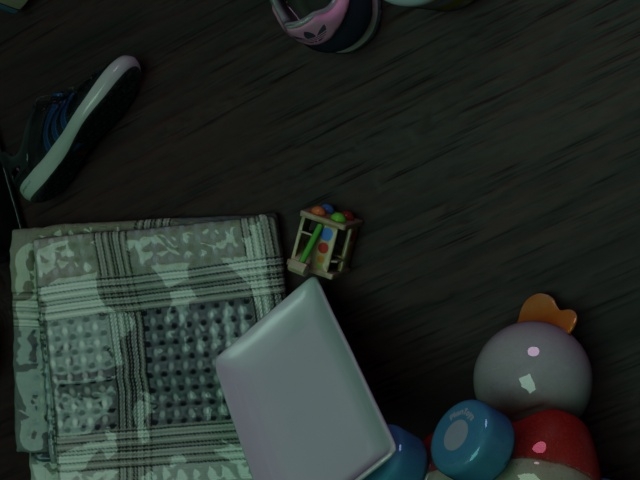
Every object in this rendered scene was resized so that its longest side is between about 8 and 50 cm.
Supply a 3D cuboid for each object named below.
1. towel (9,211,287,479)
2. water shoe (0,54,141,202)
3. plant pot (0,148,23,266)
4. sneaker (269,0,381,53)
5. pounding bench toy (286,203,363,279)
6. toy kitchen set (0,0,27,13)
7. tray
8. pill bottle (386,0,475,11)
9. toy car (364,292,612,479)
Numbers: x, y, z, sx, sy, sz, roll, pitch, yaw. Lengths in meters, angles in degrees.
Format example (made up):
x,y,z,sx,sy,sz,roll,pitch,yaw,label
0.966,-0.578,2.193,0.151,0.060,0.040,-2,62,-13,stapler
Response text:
x,y,z,sx,sy,sz,roll,pitch,yaw,label
-0.185,0.131,1.584,0.324,0.056,0.312,-4,91,18,towel
-0.276,-0.133,1.600,0.080,0.073,0.203,45,109,14,water shoe
-0.463,-0.035,1.637,0.167,0.187,0.188,-17,89,36,plant pot
-0.030,-0.338,1.447,0.112,0.131,0.319,-22,87,23,sneaker
0.000,0.000,1.497,0.052,0.083,0.065,19,103,19,pounding bench toy
-0.443,-0.302,1.646,0.166,0.122,0.207,-46,58,20,toy kitchen set
-0.015,0.160,1.429,0.145,0.030,0.270,-41,37,12,tray
0.094,-0.266,1.376,0.103,0.184,0.103,2,96,21,pill bottle
0.181,0.164,1.416,0.210,0.219,0.238,-25,42,46,toy car
